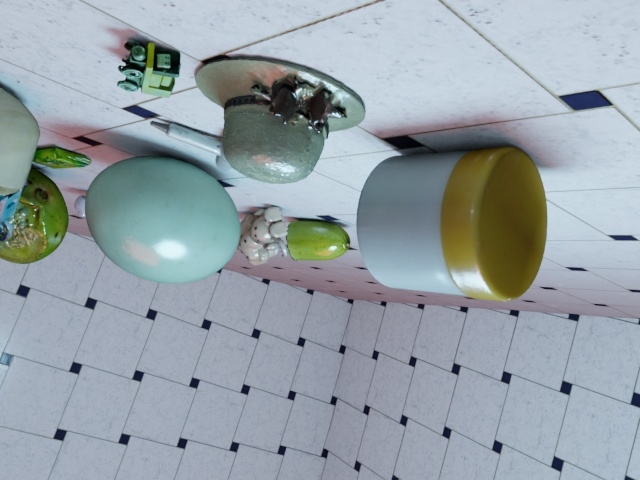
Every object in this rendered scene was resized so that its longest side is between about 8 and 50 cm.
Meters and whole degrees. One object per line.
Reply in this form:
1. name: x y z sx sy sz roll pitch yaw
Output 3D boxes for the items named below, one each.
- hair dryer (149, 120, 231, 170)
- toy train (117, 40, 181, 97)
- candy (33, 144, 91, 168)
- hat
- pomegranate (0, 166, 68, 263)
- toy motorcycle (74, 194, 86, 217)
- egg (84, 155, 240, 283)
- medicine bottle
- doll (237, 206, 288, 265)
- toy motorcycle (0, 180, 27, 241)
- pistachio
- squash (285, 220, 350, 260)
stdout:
1. hair dryer: -0.238 -0.188 1.240 0.183 0.044 0.155 17 168 -12
2. toy train: -0.239 -0.234 0.911 0.081 0.050 0.122 9 171 -19
3. candy: -0.651 -0.200 1.612 0.178 0.032 0.102 2 168 40
4. hat: -0.068 -0.153 0.966 0.257 0.130 0.257 9 171 1
5. pomegranate: -0.872 -0.089 1.837 0.359 0.216 0.310 -17 131 33
6. toy motorcycle: -0.681 -0.095 2.130 0.112 0.112 0.254 2 169 42
7. egg: -0.342 -0.044 1.461 0.276 0.276 0.389 4 167 32
8. medicine bottle: 0.216 -0.029 1.076 0.232 0.237 0.238 4 169 43
9. doll: -0.163 -0.013 1.880 0.119 0.154 0.278 -16 180 -25
10. toy motorcycle: -0.822 -0.128 1.593 0.206 0.154 0.260 30 124 -5
11. pistachio: -0.621 -0.180 1.130 0.208 0.226 0.332 -27 173 5
12. squash: 0.000 0.000 1.869 0.187 0.123 0.123 1 167 31
